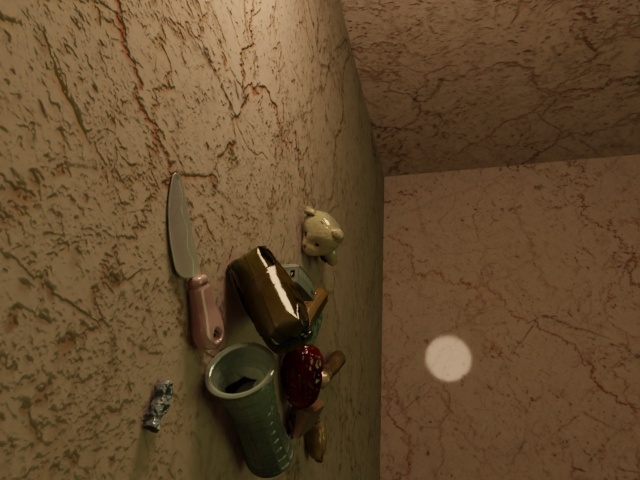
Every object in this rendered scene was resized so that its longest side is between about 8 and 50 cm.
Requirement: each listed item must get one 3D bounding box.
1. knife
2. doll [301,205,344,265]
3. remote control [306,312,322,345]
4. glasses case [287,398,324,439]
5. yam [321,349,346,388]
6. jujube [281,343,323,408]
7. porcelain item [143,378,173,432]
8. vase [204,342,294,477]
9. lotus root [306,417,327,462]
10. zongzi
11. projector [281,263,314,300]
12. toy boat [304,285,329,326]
[{"bbox_3d":[-0.245,0.046,0.894,0.081,0.043,0.336,-36,115,-65],"label":"knife"},{"bbox_3d":[0.001,0.004,1.674,0.149,0.175,0.278,-50,162,-10],"label":"doll"},{"bbox_3d":[-0.034,0.290,1.590,0.233,0.038,0.098,-70,153,-58],"label":"remote control"},{"bbox_3d":[-0.057,0.525,1.433,0.102,0.070,0.193,-64,164,-2],"label":"glasses case"},{"bbox_3d":[0.036,0.467,1.767,0.299,0.066,0.066,-12,98,-75],"label":"yam"},{"bbox_3d":[-0.051,0.379,1.360,0.109,0.112,0.176,5,88,-48],"label":"jujube"},{"bbox_3d":[-0.258,0.264,0.781,0.036,0.028,0.083,67,24,-46],"label":"porcelain item"},{"bbox_3d":[-0.134,0.370,1.026,0.143,0.143,0.299,-73,158,-53],"label":"vase"},{"bbox_3d":[-0.014,0.630,1.547,0.073,0.062,0.150,3,82,-52],"label":"lotus root"},{"bbox_3d":[-0.089,0.180,1.103,0.260,0.123,0.289,55,-12,39],"label":"zongzi"},{"bbox_3d":[-0.087,0.114,1.283,0.147,0.115,0.061,59,29,-60],"label":"projector"},{"bbox_3d":[-0.035,0.212,1.537,0.206,0.072,0.064,-49,150,-54],"label":"toy boat"}]
